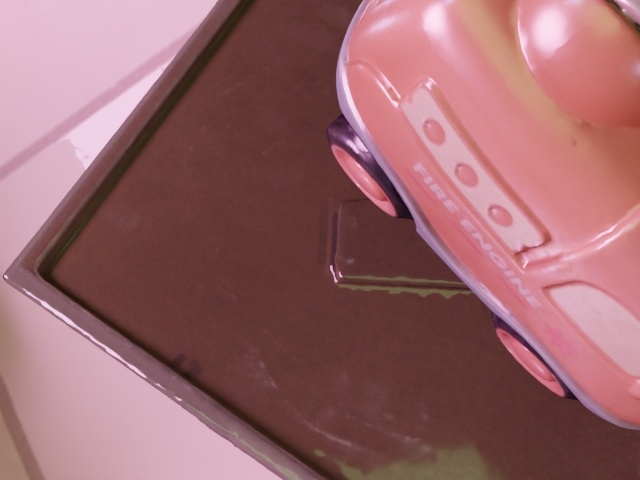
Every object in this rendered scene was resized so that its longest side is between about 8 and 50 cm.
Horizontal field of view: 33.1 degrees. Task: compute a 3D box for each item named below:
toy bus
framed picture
[{"bbox_3d":[0.147,-0.050,0.510,0.194,0.232,0.287,-42,91,-8],"label":"toy bus"},{"bbox_3d":[0.063,0.008,0.662,0.446,0.028,0.326,32,79,20],"label":"framed picture"}]
